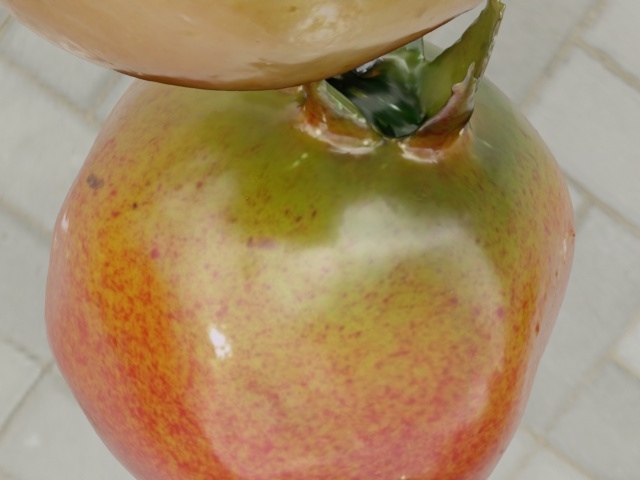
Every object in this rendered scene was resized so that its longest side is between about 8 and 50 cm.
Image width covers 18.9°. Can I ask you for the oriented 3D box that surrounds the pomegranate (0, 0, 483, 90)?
[{"bbox_3d":[-0.020,-0.144,0.541,0.209,0.209,0.209,-1,103,-6],"label":"pomegranate"}]

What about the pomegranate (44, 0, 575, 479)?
[{"bbox_3d":[0.000,0.000,0.776,0.221,0.221,0.257,14,125,-9],"label":"pomegranate"}]
